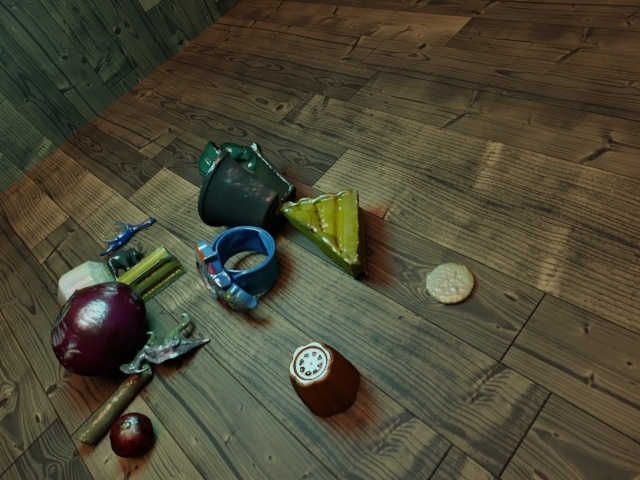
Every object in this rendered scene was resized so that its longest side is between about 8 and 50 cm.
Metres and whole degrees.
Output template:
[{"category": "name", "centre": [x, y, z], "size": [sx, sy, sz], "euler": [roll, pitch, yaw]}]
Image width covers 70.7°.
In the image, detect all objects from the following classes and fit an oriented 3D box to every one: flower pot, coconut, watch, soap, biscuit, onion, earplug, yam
[{"category": "flower pot", "centre": [0.002, 0.374, 1.263], "size": [0.191, 0.173, 0.190], "euler": [-11, 50, 13]}, {"category": "coconut", "centre": [-0.921, 0.205, 1.777], "size": [0.234, 0.224, 0.224], "euler": [-38, 48, -17]}, {"category": "flower pot", "centre": [-0.259, -0.163, 1.744], "size": [0.251, 0.379, 0.379], "euler": [29, 67, 14]}, {"category": "watch", "centre": [-0.262, 0.094, 1.579], "size": [0.275, 0.241, 0.305], "euler": [-34, 56, -28]}, {"category": "soap", "centre": [0.000, 0.000, 1.568], "size": [0.305, 0.169, 0.338], "euler": [-11, 48, 15]}, {"category": "biscuit", "centre": [0.398, 0.129, 1.388], "size": [0.152, 0.020, 0.152], "euler": [-12, 50, 15]}, {"category": "onion", "centre": [-0.578, 0.591, 1.378], "size": [0.131, 0.131, 0.131], "euler": [-12, 50, 15]}, {"category": "earplug", "centre": [-0.428, -0.363, 2.085], "size": [0.280, 0.164, 0.257], "euler": [-36, 84, 8]}, {"category": "soap", "centre": [-0.663, 0.136, 1.768], "size": [0.233, 0.135, 0.076], "euler": [-37, 48, -7]}, {"category": "onion", "centre": [-0.752, 0.297, 1.542], "size": [0.336, 0.282, 0.260], "euler": [-53, 23, -21]}, {"category": "yam", "centre": [-0.677, 0.538, 1.498], "size": [0.066, 0.066, 0.299], "euler": [22, 65, 35]}]

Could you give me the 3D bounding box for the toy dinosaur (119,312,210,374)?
[{"category": "toy dinosaur", "centre": [-0.538, 0.365, 1.552], "size": [0.294, 0.077, 0.162], "euler": [-28, 40, -10]}]

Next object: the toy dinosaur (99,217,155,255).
[{"category": "toy dinosaur", "centre": [-0.873, -0.015, 2.031], "size": [0.188, 0.075, 0.247], "euler": [3, 49, 17]}]

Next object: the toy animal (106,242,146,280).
[{"category": "toy animal", "centre": [-0.779, 0.090, 1.861], "size": [0.082, 0.137, 0.269], "euler": [-32, 5, 12]}]
